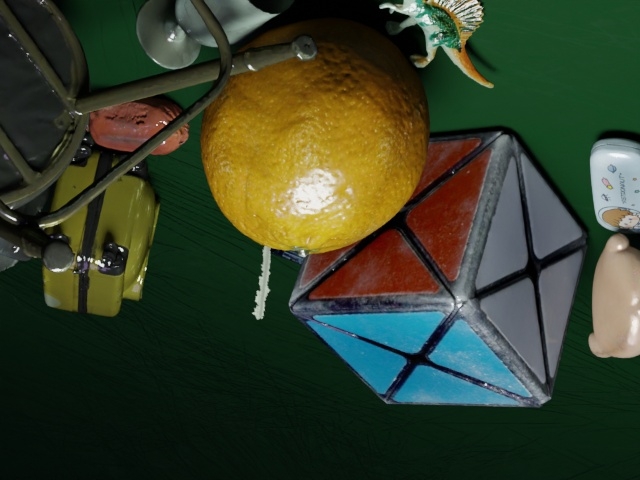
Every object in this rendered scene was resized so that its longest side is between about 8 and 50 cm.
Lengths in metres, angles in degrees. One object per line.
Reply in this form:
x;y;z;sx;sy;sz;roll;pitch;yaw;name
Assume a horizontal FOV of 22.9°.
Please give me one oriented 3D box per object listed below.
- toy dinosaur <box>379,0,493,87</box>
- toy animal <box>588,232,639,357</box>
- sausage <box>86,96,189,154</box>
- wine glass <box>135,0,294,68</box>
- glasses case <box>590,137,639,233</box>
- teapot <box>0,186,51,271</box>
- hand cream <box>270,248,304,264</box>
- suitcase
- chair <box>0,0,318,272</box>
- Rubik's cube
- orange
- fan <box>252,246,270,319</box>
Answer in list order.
0.132;-0.230;1.681;0.187;0.044;0.106;27;137;-15;toy dinosaur
0.430;0.072;1.912;0.198;0.171;0.171;2;156;-12;toy animal
-0.237;-0.149;2.028;0.141;0.076;0.076;4;150;23;sausage
-0.113;-0.255;1.724;0.093;0.093;0.202;34;151;-29;wine glass
0.353;-0.062;1.847;0.067;0.045;0.178;7;152;18;glasses case
-0.480;-0.073;2.174;0.285;0.223;0.305;24;162;-29;teapot
0.000;0.000;2.187;0.120;0.061;0.270;21;158;-2;hand cream
-0.304;-0.011;2.201;0.143;0.193;0.235;10;154;-5;suitcase
-0.319;-0.196;1.617;0.364;0.362;0.410;54;153;-13;chair
0.153;0.042;1.938;0.259;0.254;0.260;-4;147;39;Rubik's cube
-0.006;-0.110;1.727;0.264;0.264;0.264;15;153;8;orange
-0.055;-0.056;1.917;0.191;0.009;0.329;14;109;23;fan
